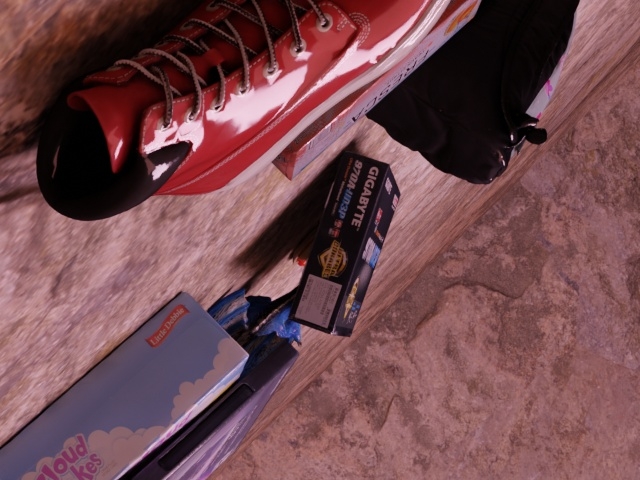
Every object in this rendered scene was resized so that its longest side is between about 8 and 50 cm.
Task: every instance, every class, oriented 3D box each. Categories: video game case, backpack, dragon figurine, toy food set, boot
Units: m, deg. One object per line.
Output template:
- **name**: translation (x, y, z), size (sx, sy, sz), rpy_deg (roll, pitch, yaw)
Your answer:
- **video game case**: translation (-0.139, 0.225, 1.212), size (0.274, 0.026, 0.196), rpy_deg (-41, 168, -44)
- **backpack**: translation (0.122, -0.145, 0.999), size (0.182, 0.152, 0.115), rpy_deg (-55, -177, -29)
- **dragon figurine**: translation (-0.082, 0.105, 1.345), size (0.289, 0.085, 0.144), rpy_deg (-45, 172, 5)
- **toy food set**: translation (0.000, 0.000, 1.460), size (0.082, 0.020, 0.083), rpy_deg (-42, 171, -24)
- **boot**: translation (-0.029, -0.101, 0.613), size (0.244, 0.088, 0.176), rpy_deg (-45, 171, 23)

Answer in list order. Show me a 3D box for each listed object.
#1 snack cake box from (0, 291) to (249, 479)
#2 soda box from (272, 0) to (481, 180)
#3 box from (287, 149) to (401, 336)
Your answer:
- **snack cake box**: translation (-0.194, 0.181, 1.151), size (0.264, 0.089, 0.152), rpy_deg (-42, 172, -23)
- **soda box**: translation (0.025, -0.124, 0.828), size (0.183, 0.063, 0.058), rpy_deg (-42, 172, -16)
- **box**: translation (0.029, 0.011, 1.316), size (0.220, 0.051, 0.175), rpy_deg (43, 66, -82)
